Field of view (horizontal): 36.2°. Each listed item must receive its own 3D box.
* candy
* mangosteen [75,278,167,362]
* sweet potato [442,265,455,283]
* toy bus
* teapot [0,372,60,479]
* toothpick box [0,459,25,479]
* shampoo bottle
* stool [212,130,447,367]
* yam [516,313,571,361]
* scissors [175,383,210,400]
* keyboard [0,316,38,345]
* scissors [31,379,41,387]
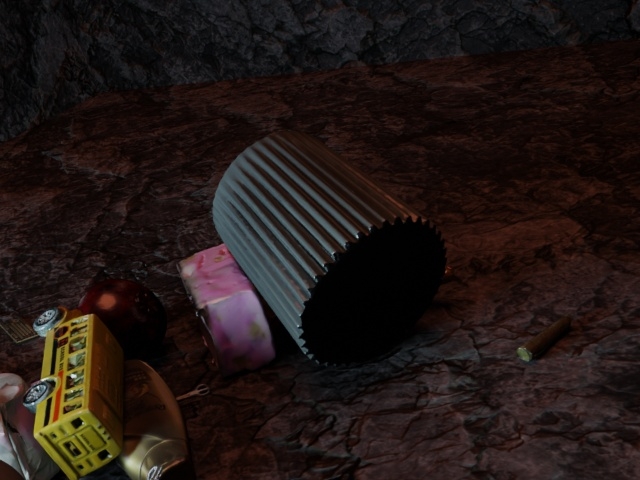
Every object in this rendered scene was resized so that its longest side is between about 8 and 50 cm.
[{"bbox_3d":[-0.176,0.123,1.783,0.116,0.155,0.265,-23,24,-10],"label":"candy"},{"bbox_3d":[-0.384,0.164,1.813,0.200,0.199,0.200,-12,23,5],"label":"mangosteen"},{"bbox_3d":[0.097,0.056,1.825,0.337,0.131,0.131,12,33,32],"label":"sweet potato"},{"bbox_3d":[-0.381,0.219,1.548,0.123,0.121,0.335,-28,30,5],"label":"toy bus"},{"bbox_3d":[-0.500,0.310,1.500,0.163,0.178,0.221,-11,24,9],"label":"teapot"},{"bbox_3d":[-0.396,0.409,1.175,0.229,0.229,0.316,-25,28,-25],"label":"toothpick box"},{"bbox_3d":[-0.272,0.296,1.528,0.126,0.084,0.350,-26,26,-13],"label":"shampoo bottle"},{"bbox_3d":[0.000,0.000,1.660,0.297,0.297,0.330,-24,46,-24],"label":"stool"},{"bbox_3d":[0.364,0.155,1.563,0.129,0.027,0.033,-28,16,-34],"label":"yam"},{"bbox_3d":[-0.229,0.266,1.671,0.083,0.006,0.036,-19,25,-12],"label":"scissors"},{"bbox_3d":[-0.639,0.189,2.074,0.049,0.015,0.129,-25,25,-25],"label":"keyboard"},{"bbox_3d":[-0.444,0.271,1.766,0.212,0.021,0.110,10,34,45],"label":"scissors"}]
